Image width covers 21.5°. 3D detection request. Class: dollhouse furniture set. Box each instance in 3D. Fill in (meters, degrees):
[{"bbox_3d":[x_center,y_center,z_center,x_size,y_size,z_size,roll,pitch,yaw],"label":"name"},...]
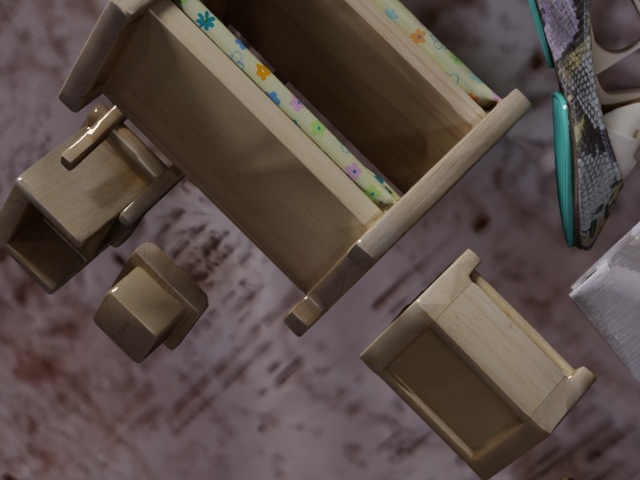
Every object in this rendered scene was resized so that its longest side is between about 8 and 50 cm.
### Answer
[{"bbox_3d":[0.000,0.000,0.582,0.182,0.101,0.161,45,144,2],"label":"dollhouse furniture set"}]

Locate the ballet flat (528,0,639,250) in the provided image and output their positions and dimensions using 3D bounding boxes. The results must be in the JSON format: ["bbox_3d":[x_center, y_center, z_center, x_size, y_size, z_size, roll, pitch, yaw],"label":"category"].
[{"bbox_3d":[0.088,-0.052,0.537,0.041,0.041,0.114,-5,107,25],"label":"ballet flat"}]

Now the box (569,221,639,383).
[{"bbox_3d":[0.198,0.048,0.438,0.231,0.056,0.183,52,139,9],"label":"box"}]

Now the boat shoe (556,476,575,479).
[{"bbox_3d":[0.077,0.183,0.604,0.073,0.073,0.207,-5,106,23],"label":"boat shoe"}]
